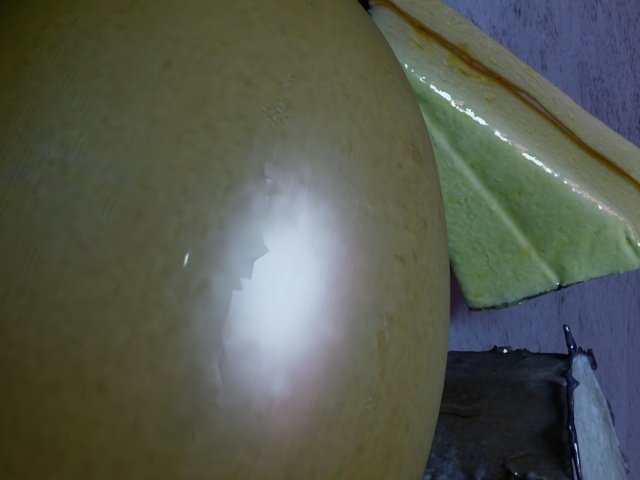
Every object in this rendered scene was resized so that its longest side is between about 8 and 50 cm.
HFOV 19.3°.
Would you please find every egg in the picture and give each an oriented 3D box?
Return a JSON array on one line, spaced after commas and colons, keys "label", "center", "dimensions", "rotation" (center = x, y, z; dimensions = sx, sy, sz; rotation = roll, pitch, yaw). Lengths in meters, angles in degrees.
[{"label": "egg", "center": [-0.077, 0.035, 0.690], "dimensions": [0.250, 0.250, 0.322], "rotation": [43, 63, -56]}]

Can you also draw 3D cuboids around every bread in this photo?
[{"label": "bread", "center": [0.152, -0.097, 1.471], "dimensions": [0.167, 0.163, 0.264], "rotation": [-80, 151, -56]}]

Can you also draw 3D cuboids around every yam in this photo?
[{"label": "yam", "center": [0.002, 0.108, 0.843], "dimensions": [0.131, 0.280, 0.131], "rotation": [-2, 90, -70]}]
